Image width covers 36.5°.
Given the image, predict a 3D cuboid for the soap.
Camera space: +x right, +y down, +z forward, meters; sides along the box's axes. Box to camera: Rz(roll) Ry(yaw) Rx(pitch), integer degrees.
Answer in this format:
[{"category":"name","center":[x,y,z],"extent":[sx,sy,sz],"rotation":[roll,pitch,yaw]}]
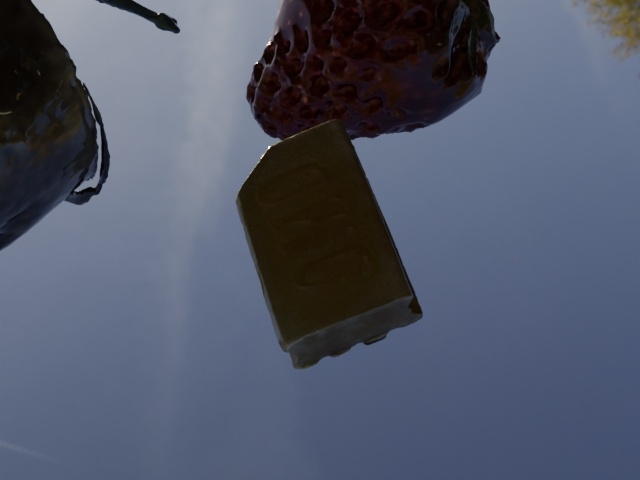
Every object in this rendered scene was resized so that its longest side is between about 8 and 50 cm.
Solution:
[{"category":"soap","center":[0.000,0.000,0.995],"extent":[0.140,0.073,0.232],"rotation":[-22,-123,3]}]

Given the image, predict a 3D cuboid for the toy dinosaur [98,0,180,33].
[{"category":"toy dinosaur","center":[-0.277,-0.290,0.947],"extent":[0.329,0.076,0.144],"rotation":[37,-161,32]}]

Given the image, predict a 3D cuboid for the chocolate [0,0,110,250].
[{"category":"chocolate","center":[-0.317,-0.077,0.632],"extent":[0.303,0.303,0.213],"rotation":[31,-121,15]}]

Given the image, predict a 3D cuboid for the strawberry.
[{"category":"strawberry","center":[0.056,-0.247,1.345],"extent":[0.295,0.345,0.317],"rotation":[45,-155,-2]}]
